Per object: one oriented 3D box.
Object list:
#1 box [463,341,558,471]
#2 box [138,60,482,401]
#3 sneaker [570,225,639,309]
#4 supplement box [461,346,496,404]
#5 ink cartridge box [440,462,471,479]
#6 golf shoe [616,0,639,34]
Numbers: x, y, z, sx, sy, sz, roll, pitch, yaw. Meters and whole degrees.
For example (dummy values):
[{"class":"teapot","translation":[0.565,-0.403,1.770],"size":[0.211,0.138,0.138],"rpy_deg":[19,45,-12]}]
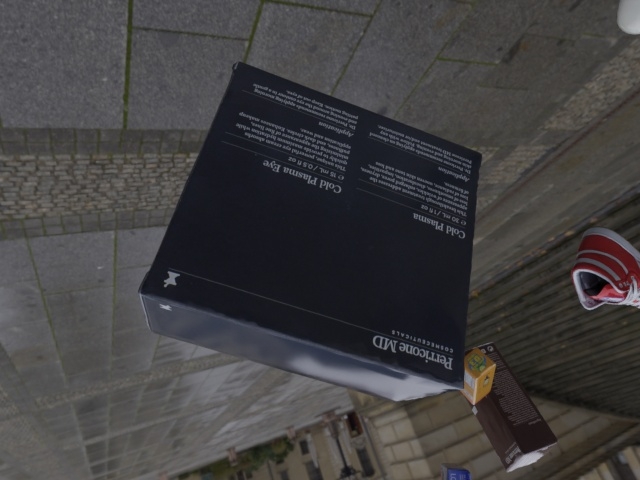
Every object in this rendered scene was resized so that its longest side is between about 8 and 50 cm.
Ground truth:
[{"class":"box","translation":[0.632,0.579,1.607],"size":[0.143,0.381,0.191],"rpy_deg":[-14,138,-14]},{"class":"box","translation":[0.000,0.000,0.580],"size":[0.343,0.313,0.179],"rpy_deg":[19,152,-8]},{"class":"sneaker","translation":[0.268,0.045,0.386],"size":[0.067,0.118,0.042],"rpy_deg":[-45,165,-31]},{"class":"supplement box","translation":[0.475,0.418,1.395],"size":[0.078,0.080,0.233],"rpy_deg":[-34,144,-12]},{"class":"ink cartridge box","translation":[0.362,0.705,1.214],"size":[0.065,0.186,0.311],"rpy_deg":[0,158,8]},{"class":"golf shoe","translation":[0.358,-0.282,0.453],"size":[0.086,0.069,0.176],"rpy_deg":[-38,163,-28]}]
